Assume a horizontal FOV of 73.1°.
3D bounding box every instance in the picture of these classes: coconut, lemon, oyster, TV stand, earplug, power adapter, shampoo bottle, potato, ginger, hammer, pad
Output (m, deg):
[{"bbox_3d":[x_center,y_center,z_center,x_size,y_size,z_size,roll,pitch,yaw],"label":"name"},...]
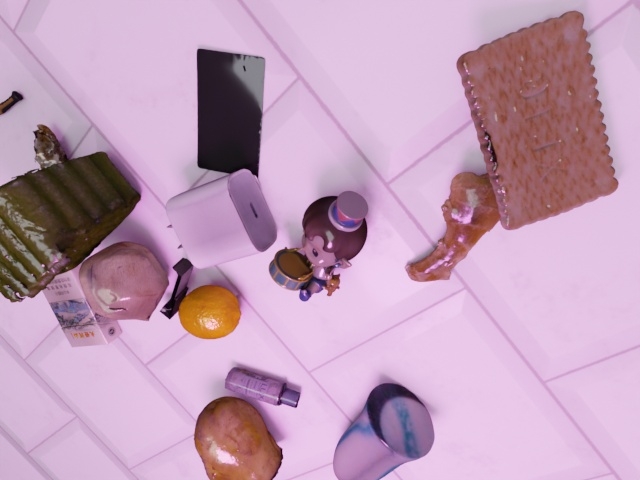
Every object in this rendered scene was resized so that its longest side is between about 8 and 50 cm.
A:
[{"bbox_3d":[-0.507,0.118,1.130,0.224,0.224,0.224,7,115,17],"label":"coconut"},{"bbox_3d":[-0.291,0.186,1.120,0.187,0.142,0.142,-6,110,24],"label":"lemon"},{"bbox_3d":[-0.706,-0.233,1.137,0.103,0.051,0.148,18,132,9],"label":"oyster"},{"bbox_3d":[-0.378,0.131,1.133,0.040,0.049,0.256,38,139,1],"label":"TV stand"},{"bbox_3d":[0.124,0.531,1.112,0.185,0.185,0.324,34,125,3],"label":"earplug"},{"bbox_3d":[-0.254,-0.039,1.017,0.255,0.124,0.187,-15,106,25],"label":"power adapter"},{"bbox_3d":[-0.161,0.416,1.214,0.214,0.072,0.072,13,116,14],"label":"shampoo bottle"},{"bbox_3d":[-0.251,0.572,1.233,0.229,0.229,0.266,-28,98,28],"label":"potato"},{"bbox_3d":[0.265,-0.015,0.869,0.131,0.086,0.295,21,125,-15],"label":"ginger"},{"bbox_3d":[-0.864,-0.345,1.162,0.200,0.021,0.078,-16,106,26],"label":"hammer"},{"bbox_3d":[-0.203,-0.277,0.963,0.159,0.009,0.265,13,116,11],"label":"pad"}]

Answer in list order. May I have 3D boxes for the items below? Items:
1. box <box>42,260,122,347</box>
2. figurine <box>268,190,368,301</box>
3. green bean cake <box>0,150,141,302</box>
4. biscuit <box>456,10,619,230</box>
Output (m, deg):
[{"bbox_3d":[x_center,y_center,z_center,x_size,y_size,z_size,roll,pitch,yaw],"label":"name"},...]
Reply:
[{"bbox_3d":[-0.742,0.200,1.327,0.164,0.069,0.257,-10,108,23],"label":"box"},{"bbox_3d":[0.008,0.000,0.921,0.276,0.158,0.161,-58,47,31],"label":"figurine"},{"bbox_3d":[-0.630,-0.039,1.048,0.335,0.319,0.218,-28,104,31],"label":"green bean cake"},{"bbox_3d":[0.374,-0.194,0.741,0.217,0.044,0.325,-22,104,4],"label":"biscuit"}]
